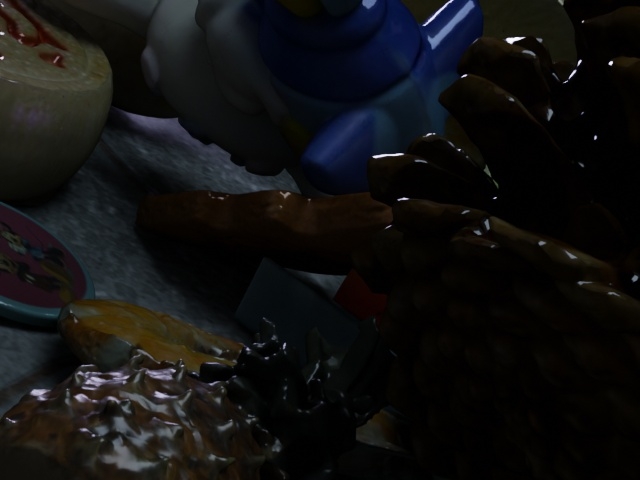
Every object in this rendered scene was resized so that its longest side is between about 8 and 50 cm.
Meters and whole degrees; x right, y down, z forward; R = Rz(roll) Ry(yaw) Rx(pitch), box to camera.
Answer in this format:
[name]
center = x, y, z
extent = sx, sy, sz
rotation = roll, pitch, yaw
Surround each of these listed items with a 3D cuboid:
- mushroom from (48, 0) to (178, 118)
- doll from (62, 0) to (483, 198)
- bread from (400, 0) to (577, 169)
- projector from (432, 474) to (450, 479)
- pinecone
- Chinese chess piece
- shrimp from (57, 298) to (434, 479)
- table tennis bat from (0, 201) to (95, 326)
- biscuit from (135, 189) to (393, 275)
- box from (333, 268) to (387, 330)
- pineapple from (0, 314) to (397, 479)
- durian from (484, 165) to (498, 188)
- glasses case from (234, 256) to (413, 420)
[mushroom]
center = -0.167, -0.250, 1.736
extent = 0.293, 0.292, 0.290
rotation = 23, -8, -14
[doll]
center = -0.021, -0.124, 1.453
extent = 0.376, 0.187, 0.366
rotation = 23, -12, -31
[bread]
center = 0.042, -0.194, 1.743
extent = 0.242, 0.345, 0.405
rotation = 22, 30, -26
[projector]
center = 0.128, 0.164, 1.173
extent = 0.108, 0.108, 0.337
rotation = 19, 33, -24
[pinecone]
center = 0.223, 0.001, 1.003
extent = 0.384, 0.384, 0.384
rotation = 24, 20, -10
[Chinese chess piece]
center = -0.296, -0.137, 1.442
extent = 0.270, 0.112, 0.270
rotation = 26, 20, -10
[shrimp]
center = -0.038, 0.104, 1.269
extent = 0.317, 0.062, 0.164
rotation = 21, 14, -22
[table tennis bat]
center = -0.267, -0.006, 1.276
extent = 0.244, 0.040, 0.153
rotation = 24, 20, -23
[biscuit]
center = 0.000, 0.000, 1.442
extent = 0.306, 0.043, 0.284
rotation = 5, -7, 16
[box]
center = 0.126, 0.087, 1.468
extent = 0.139, 0.035, 0.245
rotation = 34, 9, 32
[pineapple]
center = -0.065, 0.123, 1.033
extent = 0.141, 0.170, 0.310
rotation = 37, 30, 21
[durian]
center = 0.242, -0.056, 1.890
extent = 0.352, 0.158, 0.169
rotation = 23, 32, -25
[glasses case]
center = 0.058, 0.116, 1.389
extent = 0.266, 0.056, 0.105
rotation = 35, -3, 20
